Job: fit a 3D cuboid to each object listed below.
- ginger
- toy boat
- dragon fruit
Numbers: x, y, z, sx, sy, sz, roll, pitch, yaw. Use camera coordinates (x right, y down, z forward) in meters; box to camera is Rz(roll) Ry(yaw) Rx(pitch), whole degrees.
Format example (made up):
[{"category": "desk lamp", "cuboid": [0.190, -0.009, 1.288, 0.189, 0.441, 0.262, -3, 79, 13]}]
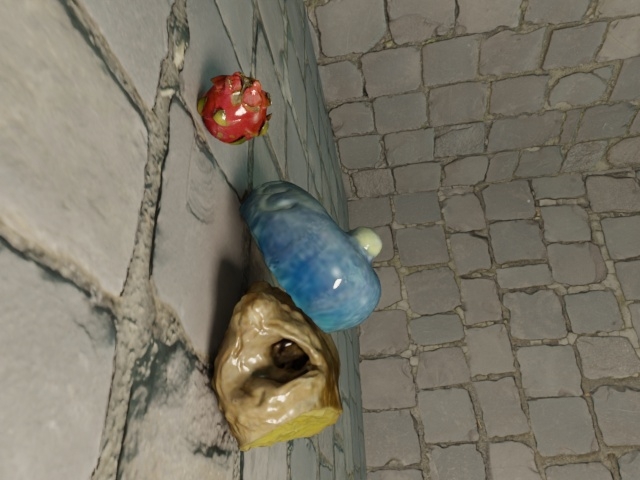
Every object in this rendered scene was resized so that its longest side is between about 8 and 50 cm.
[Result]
[{"category": "ginger", "cuboid": [-0.051, 0.138, 0.624, 0.276, 0.130, 0.221, 70, 5, -57]}, {"category": "toy boat", "cuboid": [0.000, 0.000, 0.702, 0.215, 0.123, 0.330, 53, 2, -13]}, {"category": "dragon fruit", "cuboid": [-0.106, -0.156, 0.623, 0.116, 0.086, 0.081, -7, -120, 62]}]
